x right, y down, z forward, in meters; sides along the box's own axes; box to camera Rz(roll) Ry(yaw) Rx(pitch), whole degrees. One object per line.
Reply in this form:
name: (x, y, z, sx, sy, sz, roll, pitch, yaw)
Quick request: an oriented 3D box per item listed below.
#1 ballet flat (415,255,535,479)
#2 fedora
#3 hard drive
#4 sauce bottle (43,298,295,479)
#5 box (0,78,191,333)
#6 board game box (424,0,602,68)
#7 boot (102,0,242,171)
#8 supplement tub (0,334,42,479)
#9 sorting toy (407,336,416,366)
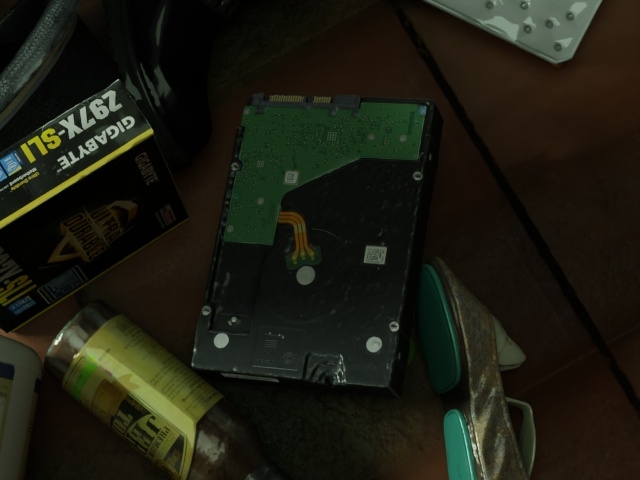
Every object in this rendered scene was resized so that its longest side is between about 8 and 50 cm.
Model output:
ballet flat: (0.181, 0.170, 1.692, 0.106, 0.107, 0.316, -6, 81, -21)
fedora: (-0.319, -0.152, 1.693, 0.152, 0.334, 0.334, 38, 78, -23)
hard drive: (0.000, 0.000, 1.703, 0.236, 0.064, 0.339, 3, 72, 18)
sauce bottle: (-0.148, 0.207, 1.670, 0.344, 0.111, 0.111, 37, 80, 10)
box: (-0.281, -0.026, 1.620, 0.257, 0.322, 0.079, -31, 77, -7)
board game box: (0.209, -0.452, 1.853, 0.390, 0.050, 0.390, 27, 78, 7)
boot: (-0.113, -0.274, 1.746, 0.260, 0.131, 0.348, -16, 80, 9)
supplement tub: (-0.430, 0.254, 1.603, 0.228, 0.228, 0.316, 7, 76, 3)
sorting toy: (0.064, 0.136, 1.719, 0.102, 0.042, 0.061, -25, 77, -5)
